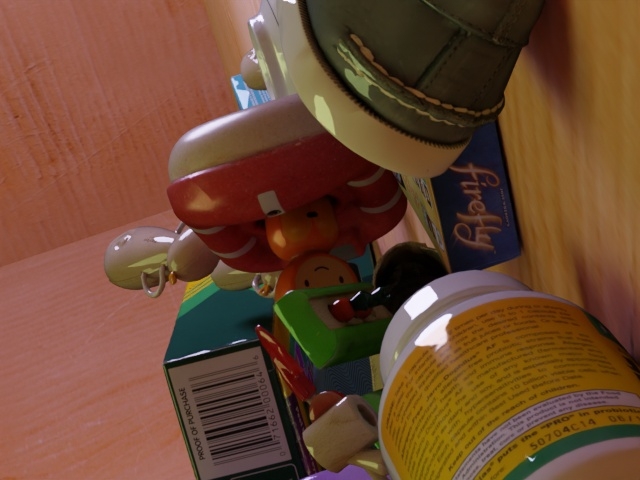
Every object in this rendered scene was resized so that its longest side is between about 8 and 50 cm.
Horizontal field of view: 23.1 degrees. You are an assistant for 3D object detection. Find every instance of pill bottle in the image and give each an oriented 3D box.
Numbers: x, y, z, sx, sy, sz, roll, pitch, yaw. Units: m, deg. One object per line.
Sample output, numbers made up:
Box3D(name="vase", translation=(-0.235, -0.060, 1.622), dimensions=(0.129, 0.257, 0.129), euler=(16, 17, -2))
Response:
Box3D(name="pill bottle", translation=(0.090, 0.091, 0.652), dimensions=(0.208, 0.118, 0.117), euler=(-118, 10, -66))

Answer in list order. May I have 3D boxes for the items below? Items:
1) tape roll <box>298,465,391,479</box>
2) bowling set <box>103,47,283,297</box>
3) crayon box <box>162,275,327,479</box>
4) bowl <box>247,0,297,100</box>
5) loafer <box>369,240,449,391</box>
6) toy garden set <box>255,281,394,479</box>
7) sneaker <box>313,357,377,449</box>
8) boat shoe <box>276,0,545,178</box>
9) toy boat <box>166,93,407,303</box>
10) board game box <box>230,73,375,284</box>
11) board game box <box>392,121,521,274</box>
Box3D(name="tape roll", translation=(0.040, 0.304, 1.232), dimensions=(0.090, 0.275, 0.274), euler=(-113, 5, -54))
Box3D(name="bowling set", translation=(-0.022, -0.029, 1.317), dimensions=(0.200, 0.287, 0.154), euler=(39, 158, -24))
Box3D(name="crayon box", translation=(-0.042, 0.221, 1.483), dimensions=(0.313, 0.106, 0.362), euler=(-93, -11, -76))
Box3D(name="bowl", translation=(-0.006, -0.142, 1.170), dimensions=(0.170, 0.080, 0.170), euler=(162, 90, -86))
Box3D(name="loafer", translation=(0.075, 0.095, 1.002), dimensions=(0.268, 0.102, 0.092), euler=(-113, 0, -55))
Box3D(name="toy garden set", translation=(0.065, 0.114, 0.803), dimensions=(0.244, 0.049, 0.204), euler=(52, -163, 12))
Box3D(name="sneaker", translation=(0.060, 0.182, 1.490), dimensions=(0.208, 0.127, 0.319), euler=(-127, 20, -77))
Box3D(name="boat shoe", translation=(0.025, -0.169, 0.707), dimensions=(0.099, 0.116, 0.319), euler=(-51, 36, 34))
Box3D(name="toy boat", translation=(-0.013, -0.005, 1.087), dimensions=(0.231, 0.151, 0.151), euler=(53, -159, -69))
Box3D(name="board game box", translation=(0.000, 0.000, 1.789), dimensions=(0.336, 0.079, 0.253), euler=(75, 175, -46))
Box3D(name="board game box", translation=(0.043, -0.111, 0.894), dimensions=(0.243, 0.042, 0.165), euler=(-114, 7, -55))
